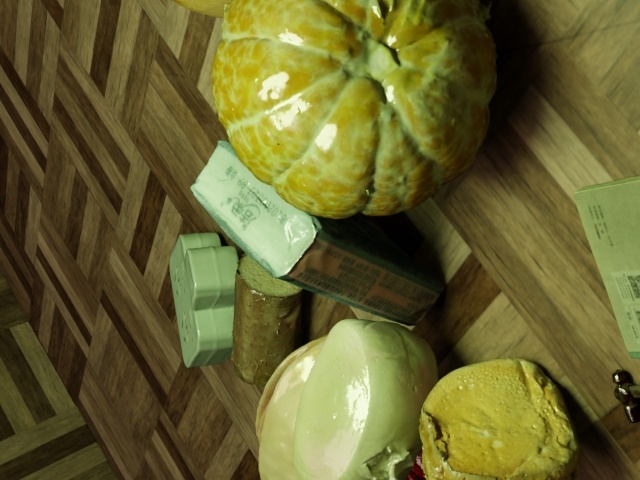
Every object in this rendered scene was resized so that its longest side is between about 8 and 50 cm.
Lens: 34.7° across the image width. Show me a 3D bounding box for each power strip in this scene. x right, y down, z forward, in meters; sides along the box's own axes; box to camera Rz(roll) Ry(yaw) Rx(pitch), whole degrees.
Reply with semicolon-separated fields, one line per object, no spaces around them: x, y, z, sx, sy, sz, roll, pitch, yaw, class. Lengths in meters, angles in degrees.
-0.192;0.092;1.900;0.261;0.141;0.230;126;135;-62;power strip

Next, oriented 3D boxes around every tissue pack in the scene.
0.000;0.000;1.371;0.228;0.315;0.103;40;99;38;tissue pack

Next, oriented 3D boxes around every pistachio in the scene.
0.015;0.267;1.574;0.230;0.230;0.309;49;119;27;pistachio

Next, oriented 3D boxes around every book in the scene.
0.390;0.026;1.038;0.282;0.025;0.215;-7;105;59;book

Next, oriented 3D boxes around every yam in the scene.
-0.091;0.140;1.764;0.128;0.129;0.238;17;128;16;yam

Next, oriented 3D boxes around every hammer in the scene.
0.399;0.172;1.131;0.178;0.021;0.065;-12;100;56;hammer

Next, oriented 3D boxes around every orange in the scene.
0.039;-0.185;1.152;0.249;0.329;0.329;159;88;-82;orange

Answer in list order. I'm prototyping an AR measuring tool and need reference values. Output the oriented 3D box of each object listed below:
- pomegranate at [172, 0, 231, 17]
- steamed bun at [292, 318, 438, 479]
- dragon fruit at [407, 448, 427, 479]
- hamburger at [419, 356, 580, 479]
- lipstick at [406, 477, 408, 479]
-0.129;-0.427;1.289;0.319;0.319;0.319;36;138;41;pomegranate
0.073;0.232;1.366;0.152;0.170;0.239;26;100;55;steamed bun
0.163;0.304;1.499;0.112;0.068;0.126;17;96;46;dragon fruit
0.222;0.243;1.274;0.213;0.213;0.108;34;140;43;hamburger
0.093;0.360;1.673;0.299;0.081;0.081;-10;102;56;lipstick
